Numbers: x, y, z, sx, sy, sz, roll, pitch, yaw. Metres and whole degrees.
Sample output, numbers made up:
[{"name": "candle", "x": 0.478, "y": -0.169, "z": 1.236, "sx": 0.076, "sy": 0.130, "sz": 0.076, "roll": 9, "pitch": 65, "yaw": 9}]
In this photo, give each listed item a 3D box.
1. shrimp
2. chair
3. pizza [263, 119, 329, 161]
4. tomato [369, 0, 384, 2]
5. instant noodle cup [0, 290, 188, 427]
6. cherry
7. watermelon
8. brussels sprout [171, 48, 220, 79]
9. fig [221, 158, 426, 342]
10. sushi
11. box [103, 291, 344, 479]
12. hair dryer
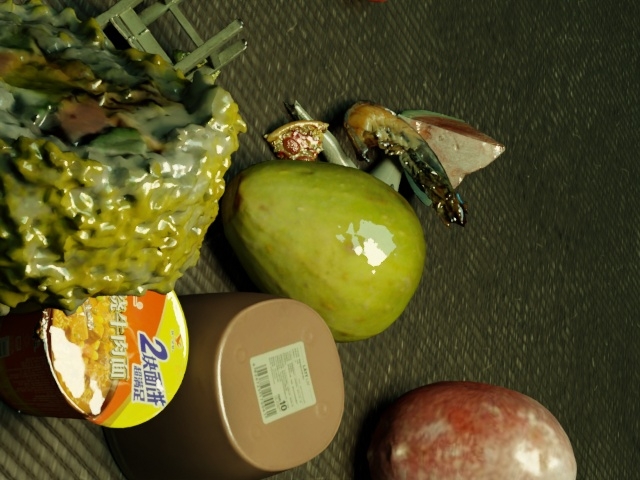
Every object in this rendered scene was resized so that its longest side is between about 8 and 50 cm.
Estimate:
[{"name": "shrimp", "x": 0.142, "y": -0.133, "z": 1.824, "sx": 0.290, "sy": 0.054, "sz": 0.222, "roll": 53, "pitch": 28, "yaw": 15}, {"name": "chair", "x": -0.245, "y": -0.256, "z": 1.474, "sx": 0.270, "sy": 0.147, "sz": 0.136, "roll": -38, "pitch": 90, "yaw": -3}, {"name": "pizza", "x": -0.026, "y": -0.161, "z": 1.728, "sx": 0.099, "sy": 0.029, "sz": 0.100, "roll": -41, "pitch": 111, "yaw": -3}, {"name": "tomato", "x": 0.076, "y": -0.497, "z": 1.933, "sx": 0.155, "sy": 0.069, "sz": 0.156, "roll": 18, "pitch": 65, "yaw": -43}, {"name": "instant noodle cup", "x": -0.296, "y": 0.127, "z": 1.293, "sx": 0.213, "sy": 0.174, "sz": 0.213, "roll": 16, "pitch": 69, "yaw": -46}, {"name": "cherry", "x": 0.253, "y": 0.386, "z": 1.754, "sx": 0.291, "sy": 0.334, "sz": 0.326, "roll": -77, "pitch": 159, "yaw": -47}, {"name": "watermelon", "x": 0.245, "y": -0.163, "z": 1.994, "sx": 0.207, "sy": 0.202, "sz": 0.136, "roll": -31, "pitch": 143, "yaw": -45}, {"name": "brussels sprout", "x": -0.188, "y": -0.255, "z": 1.595, "sx": 0.085, "sy": 0.058, "sz": 0.085, "roll": 21, "pitch": 38, "yaw": -18}, {"name": "fig", "x": 0.000, "y": 0.000, "z": 1.601, "sx": 0.326, "sy": 0.258, "sz": 0.258, "roll": 34, "pitch": 56, "yaw": -24}, {"name": "sushi", "x": -0.298, "y": -0.102, "z": 1.173, "sx": 0.351, "sy": 0.396, "sz": 0.240, "roll": -32, "pitch": 147, "yaw": -51}, {"name": "box", "x": -0.125, "y": 0.200, "z": 1.440, "sx": 0.301, "sy": 0.216, "sz": 0.301, "roll": 13, "pitch": 72, "yaw": -44}, {"name": "hair dryer", "x": 0.066, "y": -0.150, "z": 1.850, "sx": 0.229, "sy": 0.092, "sz": 0.267, "roll": -31, "pitch": 94, "yaw": -55}]
